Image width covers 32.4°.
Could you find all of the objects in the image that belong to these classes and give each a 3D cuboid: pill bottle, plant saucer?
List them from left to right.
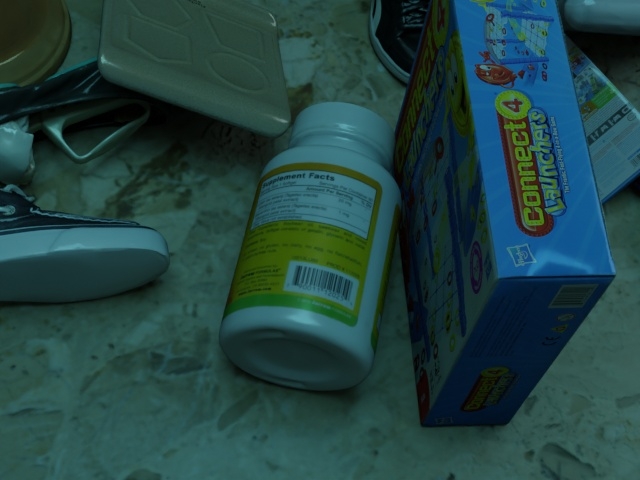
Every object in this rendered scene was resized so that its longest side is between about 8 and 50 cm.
[{"bbox_3d":[-0.360,-0.227,1.136,0.200,0.037,0.199,3,61,-6],"label":"plant saucer"},{"bbox_3d":[0.000,0.000,1.004,0.137,0.136,0.245,13,60,-1],"label":"pill bottle"}]

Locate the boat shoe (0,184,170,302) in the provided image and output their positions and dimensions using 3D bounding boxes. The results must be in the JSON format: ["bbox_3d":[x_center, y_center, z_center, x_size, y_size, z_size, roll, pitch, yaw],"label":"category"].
[{"bbox_3d":[-0.289,-0.003,0.989,0.301,0.108,0.102,-5,63,-3],"label":"boat shoe"}]

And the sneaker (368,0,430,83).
[{"bbox_3d":[0.093,-0.282,1.182,0.079,0.121,0.216,-7,62,-11],"label":"sneaker"}]

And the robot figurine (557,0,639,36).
[{"bbox_3d":[0.303,-0.325,1.190,0.354,0.199,0.299,4,45,-6],"label":"robot figurine"}]

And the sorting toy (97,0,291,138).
[{"bbox_3d":[-0.127,-0.191,1.098,0.193,0.038,0.208,18,38,-21],"label":"sorting toy"}]

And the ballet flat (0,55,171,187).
[{"bbox_3d":[-0.270,-0.113,1.057,0.281,0.095,0.096,-21,78,-18],"label":"ballet flat"}]

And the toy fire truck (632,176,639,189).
[{"bbox_3d":[0.456,-0.057,1.101,0.254,0.169,0.302,-18,63,3],"label":"toy fire truck"}]

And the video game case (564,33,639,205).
[{"bbox_3d":[0.260,-0.117,1.141,0.119,0.015,0.166,-41,70,10],"label":"video game case"}]

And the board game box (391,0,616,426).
[{"bbox_3d":[0.136,-0.034,0.945,0.086,0.308,0.301,-1,61,-7],"label":"board game box"}]
